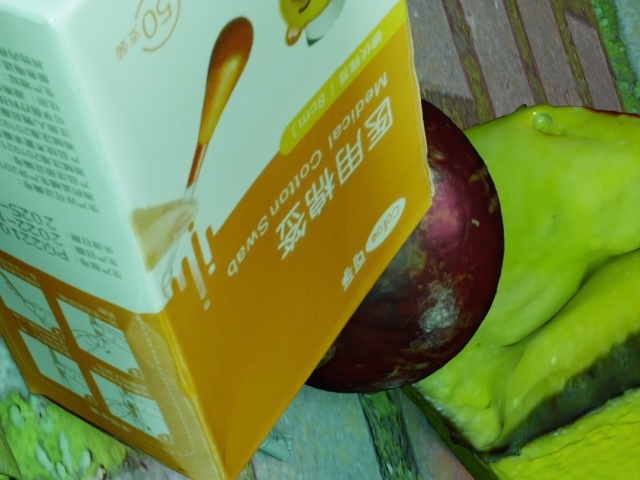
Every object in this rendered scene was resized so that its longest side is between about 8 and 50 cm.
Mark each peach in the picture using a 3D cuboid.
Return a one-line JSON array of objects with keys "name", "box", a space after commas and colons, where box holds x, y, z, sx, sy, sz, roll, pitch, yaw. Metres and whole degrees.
[{"name": "peach", "box": [0.211, 0.070, 1.143, 0.242, 0.306, 0.380, 44, -4, -32]}]

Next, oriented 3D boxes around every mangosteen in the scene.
[{"name": "mangosteen", "box": [0.000, 0.000, 1.018, 0.257, 0.215, 0.215, -4, 75, -47]}]

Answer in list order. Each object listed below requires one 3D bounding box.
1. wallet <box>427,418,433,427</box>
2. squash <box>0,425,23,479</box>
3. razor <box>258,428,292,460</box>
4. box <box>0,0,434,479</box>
[{"name": "wallet", "box": [0.157, 0.161, 1.433, 0.230, 0.042, 0.124, 42, 39, -46]}, {"name": "squash", "box": [-0.229, -0.010, 0.623, 0.137, 0.137, 0.287, 10, 54, -64]}, {"name": "razor", "box": [-0.075, 0.101, 0.973, 0.211, 0.036, 0.084, 48, 12, -52]}, {"name": "box", "box": [-0.069, -0.068, 0.736, 0.225, 0.143, 0.341, -53, 149, -28]}]
